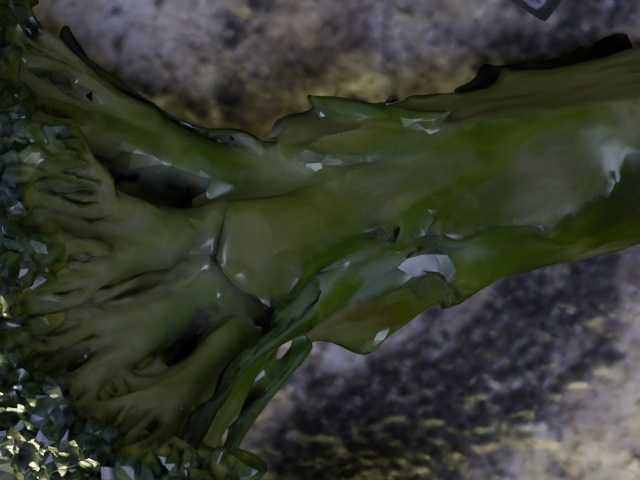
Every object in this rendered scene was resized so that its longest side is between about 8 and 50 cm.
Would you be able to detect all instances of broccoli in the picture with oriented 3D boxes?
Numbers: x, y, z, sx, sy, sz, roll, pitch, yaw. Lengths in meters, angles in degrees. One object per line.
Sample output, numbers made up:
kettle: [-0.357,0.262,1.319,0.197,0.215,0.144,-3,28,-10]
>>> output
broccoli: [0.004,0.022,0.841,0.361,0.221,0.252,4,84,-10]

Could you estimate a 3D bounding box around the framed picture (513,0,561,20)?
framed picture: [0.043,-0.242,0.798,0.281,0.019,0.209,32,108,-18]
